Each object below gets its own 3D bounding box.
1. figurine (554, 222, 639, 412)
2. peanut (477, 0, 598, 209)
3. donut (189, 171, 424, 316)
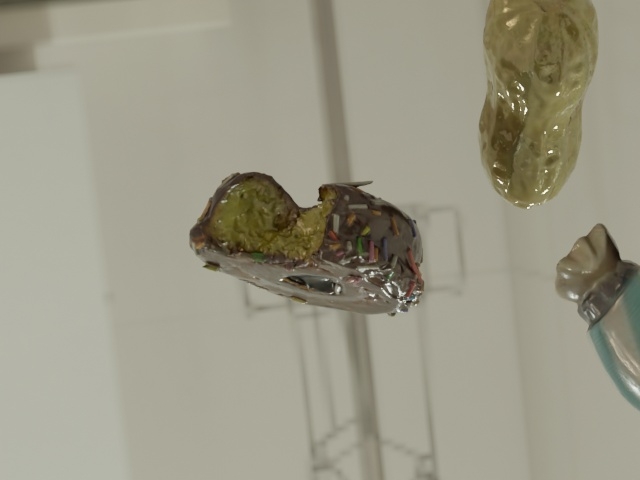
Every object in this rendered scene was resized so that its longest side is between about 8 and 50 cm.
[{"bbox_3d":[0.320,0.139,1.318,0.266,0.361,0.377,-41,167,-9],"label":"figurine"},{"bbox_3d":[0.215,-0.146,1.986,0.124,0.256,0.123,2,-155,-1],"label":"peanut"},{"bbox_3d":[-0.001,0.001,1.911,0.230,0.096,0.216,0,162,41],"label":"donut"}]
